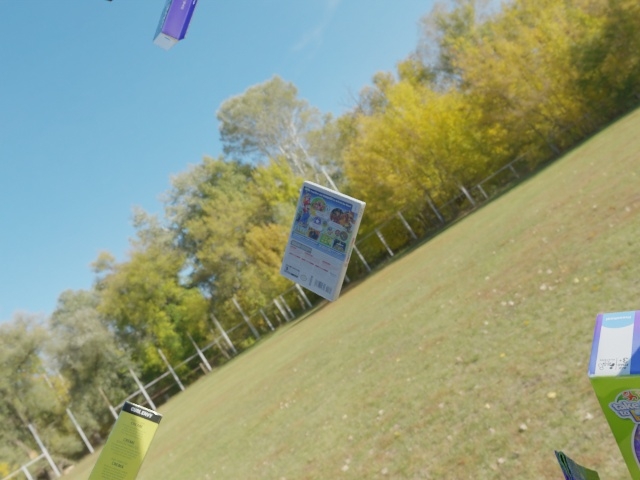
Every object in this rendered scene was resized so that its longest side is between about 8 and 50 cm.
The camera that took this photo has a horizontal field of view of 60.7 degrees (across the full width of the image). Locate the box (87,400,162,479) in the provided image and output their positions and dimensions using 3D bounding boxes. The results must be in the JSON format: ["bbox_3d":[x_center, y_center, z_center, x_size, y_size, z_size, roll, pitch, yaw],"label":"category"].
[{"bbox_3d":[-0.285,0.337,0.718,0.087,0.058,0.232,130,162,-60],"label":"box"}]

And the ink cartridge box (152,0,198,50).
[{"bbox_3d":[-0.284,-0.508,1.130,0.208,0.045,0.206,25,95,62],"label":"ink cartridge box"}]

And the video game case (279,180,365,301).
[{"bbox_3d":[0.000,0.000,0.647,0.011,0.087,0.122,-4,-66,-53],"label":"video game case"}]

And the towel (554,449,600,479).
[{"bbox_3d":[0.213,0.207,0.419,0.009,0.060,0.083,-43,26,25],"label":"towel"}]

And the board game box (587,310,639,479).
[{"bbox_3d":[0.404,0.145,0.371,0.347,0.233,0.078,-14,25,40],"label":"board game box"}]
